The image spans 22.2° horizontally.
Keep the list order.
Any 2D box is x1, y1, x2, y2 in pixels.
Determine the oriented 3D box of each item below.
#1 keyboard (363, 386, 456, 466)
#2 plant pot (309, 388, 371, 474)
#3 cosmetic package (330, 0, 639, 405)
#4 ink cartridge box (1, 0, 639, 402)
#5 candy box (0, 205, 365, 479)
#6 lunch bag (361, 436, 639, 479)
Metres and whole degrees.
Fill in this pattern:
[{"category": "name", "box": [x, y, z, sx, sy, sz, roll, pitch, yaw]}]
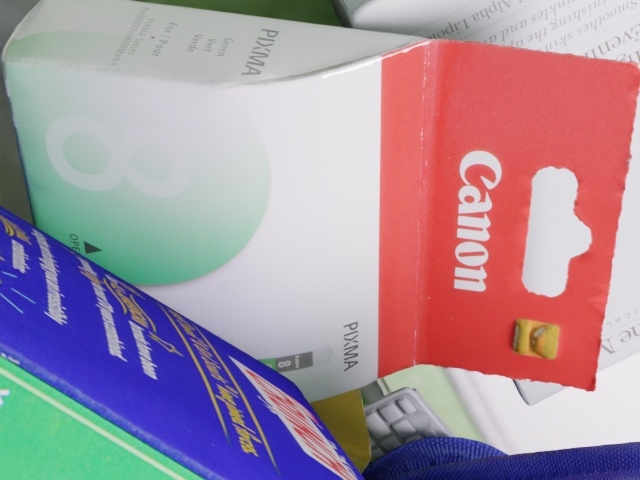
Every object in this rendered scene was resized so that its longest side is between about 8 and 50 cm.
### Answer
[{"category": "keyboard", "box": [0.089, 0.175, 0.835, 0.072, 0.014, 0.256, -30, 113, 22]}, {"category": "plant pot", "box": [-0.036, 0.089, 0.746, 0.083, 0.081, 0.081, 26, 114, -18]}, {"category": "cosmetic package", "box": [0.091, -0.049, 0.684, 0.117, 0.085, 0.231, -27, 127, 3]}, {"category": "ink cartridge box", "box": [0.000, 0.000, 0.633, 0.224, 0.056, 0.181, 10, 136, 11]}, {"category": "candy box", "box": [-0.139, 0.042, 0.492, 0.317, 0.268, 0.122, 32, 91, -14]}, {"category": "lunch bag", "box": [0.130, 0.255, 0.721, 0.328, 0.385, 0.239, 40, 63, -14]}]
